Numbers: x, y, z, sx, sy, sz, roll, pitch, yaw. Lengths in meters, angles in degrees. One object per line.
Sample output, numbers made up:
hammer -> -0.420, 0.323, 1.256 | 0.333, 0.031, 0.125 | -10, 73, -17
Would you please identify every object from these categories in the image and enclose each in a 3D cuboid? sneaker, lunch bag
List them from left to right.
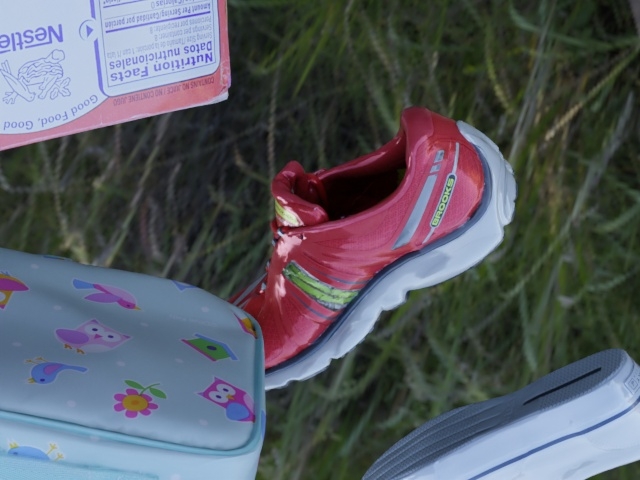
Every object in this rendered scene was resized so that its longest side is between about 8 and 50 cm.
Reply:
lunch bag -> -0.175, 0.099, 0.867 | 0.279, 0.224, 0.108 | 11, 114, -8
sneaker -> 0.000, 0.000, 0.976 | 0.279, 0.107, 0.118 | -38, 121, 26
sneaker -> 0.148, 0.175, 1.111 | 0.258, 0.094, 0.091 | -26, 103, 30

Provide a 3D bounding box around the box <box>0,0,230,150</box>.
box -> -0.193, -0.100, 0.470 | 0.142, 0.300, 0.154 | 23, 123, 50
